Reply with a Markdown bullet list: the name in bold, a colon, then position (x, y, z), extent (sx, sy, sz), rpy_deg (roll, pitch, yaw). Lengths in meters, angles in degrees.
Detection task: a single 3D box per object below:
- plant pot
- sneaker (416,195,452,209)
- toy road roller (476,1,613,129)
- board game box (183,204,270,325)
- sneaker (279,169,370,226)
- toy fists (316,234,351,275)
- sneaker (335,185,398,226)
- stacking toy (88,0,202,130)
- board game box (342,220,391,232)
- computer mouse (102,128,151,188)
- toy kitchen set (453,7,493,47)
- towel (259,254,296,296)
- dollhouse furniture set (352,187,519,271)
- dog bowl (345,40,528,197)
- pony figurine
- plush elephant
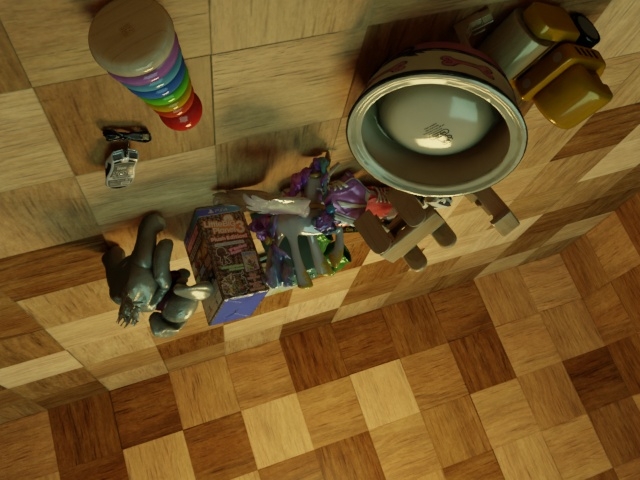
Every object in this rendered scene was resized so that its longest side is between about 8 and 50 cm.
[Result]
- **plant pot**: position (-0.095, 0.015, 1.981), extent (0.165, 0.234, 0.166), rpy_deg (-22, 160, 4)
- **sneaker**: position (0.424, -0.171, 2.205), extent (0.153, 0.094, 0.235), rpy_deg (-12, 159, -25)
- **toy road roller**: position (0.553, -0.404, 1.485), extent (0.329, 0.241, 0.202), rpy_deg (-5, 155, -38)
- **board game box**: position (-0.289, 0.074, 1.859), extent (0.141, 0.291, 0.232), rpy_deg (-11, 159, -27)
- **sneaker**: position (0.021, -0.153, 1.892), extent (0.282, 0.102, 0.161), rpy_deg (14, 107, -28)
- **toy fists**: position (-0.005, 0.036, 2.234), extent (0.142, 0.096, 0.279), rpy_deg (-24, 139, 19)
- **sneaker**: position (0.175, -0.128, 2.044), extent (0.313, 0.116, 0.136), rpy_deg (-15, 159, -14)
- **stacking toy**: position (-0.297, -0.292, 1.138), extent (0.141, 0.141, 0.330), rpy_deg (-19, 165, -2)
- **board game box**: position (0.181, -0.050, 2.209), extent (0.136, 0.030, 0.259), rpy_deg (-8, -177, -41)
- **computer mouse**: position (-0.449, -0.186, 1.392), extent (0.106, 0.042, 0.193), rpy_deg (-12, 154, -36)
- **toy kitchen set**: position (0.356, -0.460, 1.393), extent (0.083, 0.075, 0.068), rpy_deg (-23, 162, 20)
- **towel**: position (-0.216, 0.142, 2.431), extent (0.374, 0.090, 0.320), rpy_deg (-15, 163, -14)
- **dollhouse furniture set**: position (0.376, -0.040, 1.943), extent (0.394, 0.256, 0.362), rpy_deg (-40, 154, 13)
- **dog bowl**: position (0.270, -0.283, 1.447), extent (0.407, 0.150, 0.408), rpy_deg (9, 147, 6)
- **pony figurine**: position (-0.085, -0.053, 1.700), extent (0.351, 0.364, 0.303), rpy_deg (-10, -165, -31)
- **plush elephant**: position (-0.449, 0.131, 1.760), extent (0.272, 0.330, 0.255), rpy_deg (-39, 135, 27)
